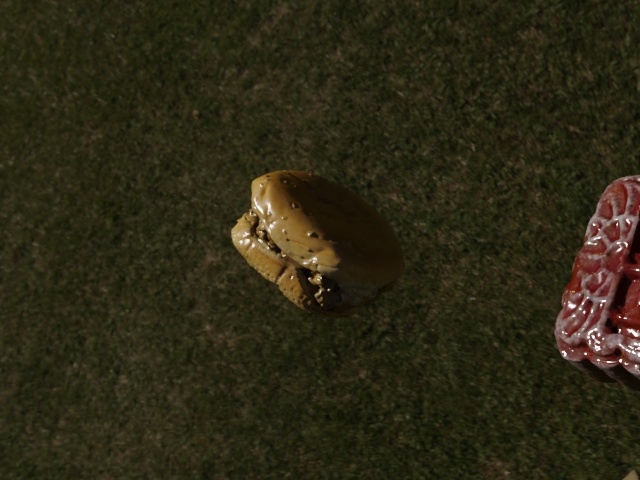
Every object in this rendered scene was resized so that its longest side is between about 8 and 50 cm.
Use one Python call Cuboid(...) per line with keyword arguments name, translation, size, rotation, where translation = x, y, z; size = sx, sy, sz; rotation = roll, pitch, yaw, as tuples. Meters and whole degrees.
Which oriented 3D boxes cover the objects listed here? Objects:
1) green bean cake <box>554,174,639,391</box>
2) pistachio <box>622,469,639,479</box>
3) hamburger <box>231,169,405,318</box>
Cuboid(name="green bean cake", translation=(0.215, 0.024, 0.429), size=(0.136, 0.056, 0.135), rotation=(4, 68, 54))
Cuboid(name="pistachio", translation=(0.312, 0.254, 0.645), size=(0.113, 0.149, 0.113), rotation=(-11, 67, 27))
Cuboid(name="hamburger", translation=(0.000, 0.000, 0.638), size=(0.147, 0.138, 0.083), rotation=(43, 112, 21))
